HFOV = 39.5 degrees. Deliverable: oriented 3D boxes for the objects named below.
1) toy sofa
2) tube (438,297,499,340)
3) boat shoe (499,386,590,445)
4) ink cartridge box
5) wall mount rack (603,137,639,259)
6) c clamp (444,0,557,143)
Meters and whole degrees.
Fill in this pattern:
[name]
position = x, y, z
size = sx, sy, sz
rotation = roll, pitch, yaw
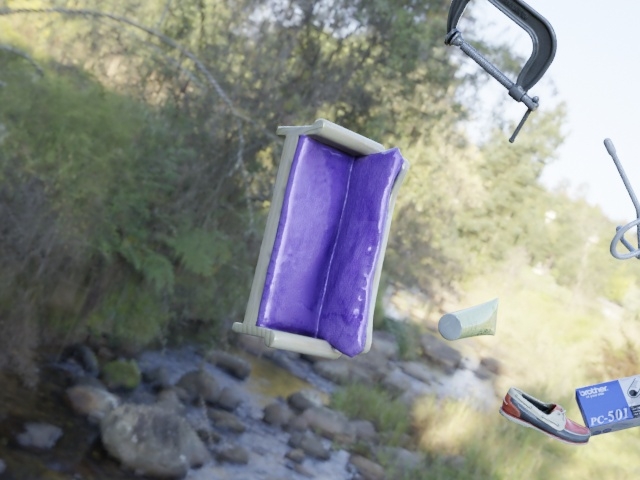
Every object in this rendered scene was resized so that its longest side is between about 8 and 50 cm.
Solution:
[toy sofa]
position = 0.000, 0.000, 1.421
size = 0.150, 0.363, 0.177
rotation = 18, -7, -40
[tube]
position = 0.352, 0.183, 2.029
size = 0.240, 0.070, 0.062
rotation = -2, 49, -54
[boat shoe]
position = 0.327, 0.253, 1.279
size = 0.137, 0.043, 0.049
rotation = 22, 14, 4
[ink cartridge box]
position = 0.652, 0.341, 1.873
size = 0.046, 0.207, 0.097
rotation = 72, 7, -49
[wall mount rack]
position = 0.744, -0.119, 1.909
size = 0.130, 0.350, 0.304
rotation = 61, -4, 45
[c clamp]
position = 0.193, -0.208, 0.986
size = 0.022, 0.137, 0.161
rotation = -26, 69, -41
